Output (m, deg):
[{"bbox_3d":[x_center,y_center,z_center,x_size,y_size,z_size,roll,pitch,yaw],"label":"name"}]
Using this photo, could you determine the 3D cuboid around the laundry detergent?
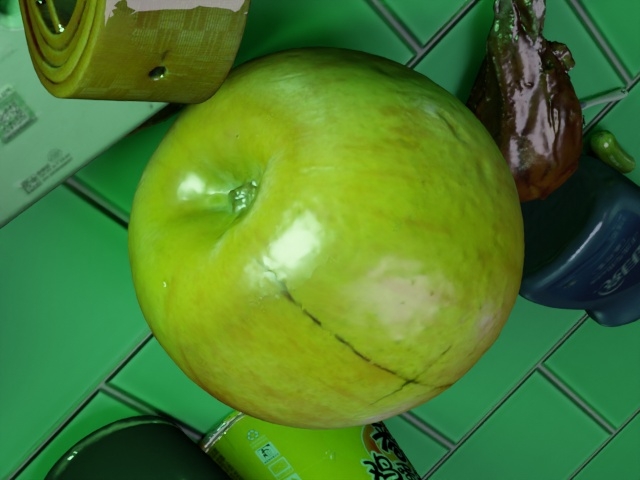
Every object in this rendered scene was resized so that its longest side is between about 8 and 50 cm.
[{"bbox_3d":[0.288,0.016,1.574,0.290,0.094,0.143,20,110,-49],"label":"laundry detergent"}]

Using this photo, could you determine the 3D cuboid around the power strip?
[{"bbox_3d":[-0.214,-0.105,1.000,0.265,0.059,0.193,-36,135,-6],"label":"power strip"}]

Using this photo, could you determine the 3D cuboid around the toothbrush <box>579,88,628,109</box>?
[{"bbox_3d":[0.225,-0.117,1.458,0.131,0.011,0.013,-19,158,-29],"label":"toothbrush"}]

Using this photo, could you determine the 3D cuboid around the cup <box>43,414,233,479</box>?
[{"bbox_3d":[-0.140,0.264,1.363,0.169,0.176,0.223,-27,144,-23],"label":"cup"}]

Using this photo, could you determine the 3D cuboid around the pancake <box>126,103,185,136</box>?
[{"bbox_3d":[-0.133,-0.131,1.108,0.158,0.028,0.158,-24,139,-22],"label":"pancake"}]

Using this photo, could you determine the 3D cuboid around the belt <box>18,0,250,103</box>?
[{"bbox_3d":[-0.105,-0.206,0.886,0.105,0.184,0.261,2,91,-26],"label":"belt"}]

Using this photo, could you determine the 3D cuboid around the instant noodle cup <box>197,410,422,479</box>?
[{"bbox_3d":[0.006,0.283,1.495,0.264,0.200,0.264,-25,139,-24],"label":"instant noodle cup"}]

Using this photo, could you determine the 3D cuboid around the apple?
[{"bbox_3d":[0.000,0.000,1.155,0.233,0.286,0.286,22,110,-42],"label":"apple"}]

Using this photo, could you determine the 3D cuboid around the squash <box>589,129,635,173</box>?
[{"bbox_3d":[0.273,-0.080,1.525,0.027,0.027,0.089,-47,146,6],"label":"squash"}]

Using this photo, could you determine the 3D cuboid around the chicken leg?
[{"bbox_3d":[0.163,-0.148,1.318,0.113,0.093,0.304,-17,133,-12],"label":"chicken leg"}]
